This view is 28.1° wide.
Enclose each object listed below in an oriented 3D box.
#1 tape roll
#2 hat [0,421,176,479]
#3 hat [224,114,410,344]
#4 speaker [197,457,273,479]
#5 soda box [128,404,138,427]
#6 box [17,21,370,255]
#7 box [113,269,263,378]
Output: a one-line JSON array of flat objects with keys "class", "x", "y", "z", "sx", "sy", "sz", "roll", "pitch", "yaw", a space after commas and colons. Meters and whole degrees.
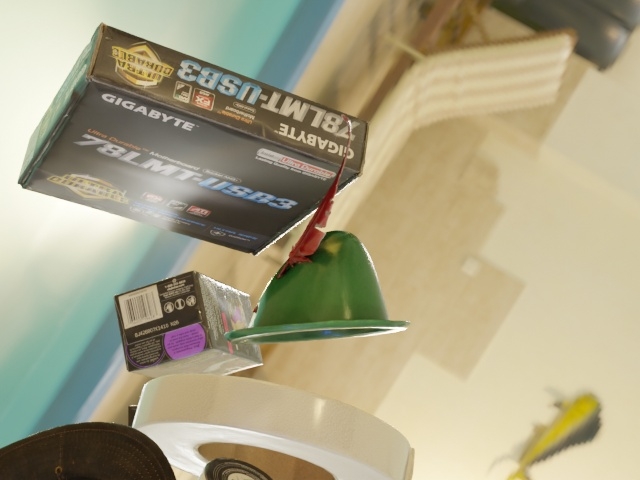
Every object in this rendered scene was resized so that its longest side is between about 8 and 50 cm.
[{"class": "tape roll", "x": -0.067, "y": 0.283, "z": 1.770, "sx": 0.392, "sy": 0.392, "sz": 0.072, "roll": 94, "pitch": 8, "yaw": -66}, {"class": "hat", "x": -0.281, "y": 0.367, "z": 1.461, "sx": 0.331, "sy": 0.331, "sz": 0.134, "roll": -55, "pitch": 146, "yaw": -12}, {"class": "hat", "x": 0.000, "y": 0.000, "z": 1.226, "sx": 0.173, "sy": 0.209, "sz": 0.183, "roll": 5, "pitch": 78, "yaw": -51}, {"class": "speaker", "x": -0.074, "y": 0.200, "z": 0.770, "sx": 0.136, "sy": 0.055, "sz": 0.055, "roll": -61, "pitch": 168, "yaw": 18}, {"class": "soda box", "x": -0.229, "y": 0.296, "z": 2.086, "sx": 0.060, "sy": 0.169, "sz": 0.053, "roll": 15, "pitch": 73, "yaw": -68}, {"class": "box", "x": -0.142, "y": -0.092, "z": 1.353, "sx": 0.293, "sy": 0.296, "sz": 0.073, "roll": -33, "pitch": -136, "yaw": 59}, {"class": "box", "x": -0.230, "y": 0.161, "z": 2.270, "sx": 0.165, "sy": 0.143, "sz": 0.270, "roll": -17, "pitch": 164, "yaw": 12}]
